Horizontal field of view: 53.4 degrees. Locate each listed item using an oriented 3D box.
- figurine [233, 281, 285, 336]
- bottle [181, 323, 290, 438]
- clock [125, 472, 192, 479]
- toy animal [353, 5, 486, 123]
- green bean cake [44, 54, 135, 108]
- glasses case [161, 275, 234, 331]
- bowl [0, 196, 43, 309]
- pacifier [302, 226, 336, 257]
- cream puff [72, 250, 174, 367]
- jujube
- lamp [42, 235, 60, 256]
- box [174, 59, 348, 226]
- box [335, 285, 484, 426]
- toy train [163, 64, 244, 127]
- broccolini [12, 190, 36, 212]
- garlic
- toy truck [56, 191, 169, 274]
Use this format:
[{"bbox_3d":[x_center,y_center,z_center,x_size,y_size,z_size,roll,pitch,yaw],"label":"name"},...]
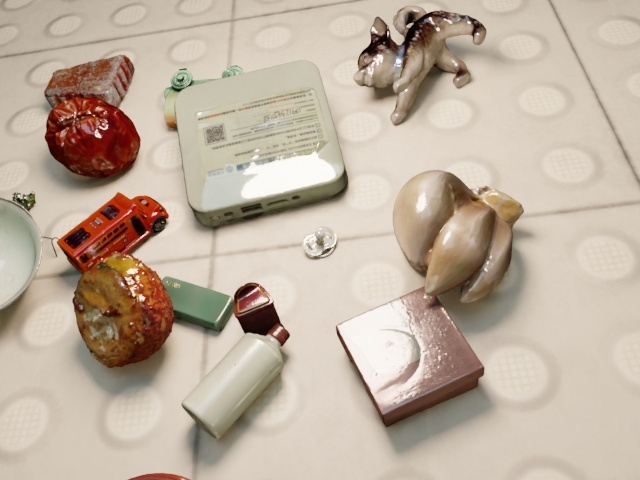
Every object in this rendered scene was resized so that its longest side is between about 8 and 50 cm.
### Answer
[{"bbox_3d":[-0.136,0.132,1.311,0.083,0.154,0.098,-20,48,-5],"label":"figurine"},{"bbox_3d":[-0.152,0.261,1.244,0.104,0.104,0.245,30,63,30],"label":"bottle"},{"bbox_3d":[-0.294,0.550,1.058,0.319,0.080,0.318,-5,56,7],"label":"clock"},{"bbox_3d":[0.228,-0.510,1.739,0.344,0.194,0.302,-30,58,-17],"label":"toy animal"},{"bbox_3d":[-0.703,-0.472,1.940,0.233,0.097,0.198,-3,53,9],"label":"green bean cake"},{"bbox_3d":[-0.284,0.139,1.408,0.184,0.039,0.077,14,56,21],"label":"glasses case"},{"bbox_3d":[-0.784,0.061,1.483,0.314,0.146,0.313,1,67,-2],"label":"bowl"},{"bbox_3d":[0.000,0.000,1.450,0.083,0.064,0.068,-30,70,-13],"label":"pacifier"},{"bbox_3d":[-0.407,0.142,1.331,0.240,0.239,0.164,31,32,30],"label":"cream puff"},{"bbox_3d":[-0.608,-0.268,1.702,0.232,0.213,0.213,26,60,33],"label":"jujube"},{"bbox_3d":[-0.698,-0.006,1.594,0.121,0.054,0.041,19,58,24],"label":"lamp"},{"bbox_3d":[-0.156,-0.250,1.615,0.396,0.111,0.396,-13,64,1],"label":"box"},{"bbox_3d":[0.170,0.221,1.226,0.215,0.086,0.215,-23,52,-8],"label":"box"},{"bbox_3d":[-0.312,-0.393,1.802,0.286,0.116,0.177,-1,64,10],"label":"toy train"},{"bbox_3d":[-0.822,-0.015,1.632,0.123,0.062,0.271,-10,53,17],"label":"broccolini"},{"bbox_3d":[0.279,-0.026,1.310,0.279,0.132,0.325,43,45,11],"label":"garlic"},{"bbox_3d":[-0.495,-0.027,1.534,0.108,0.114,0.253,32,65,32],"label":"toy truck"}]
